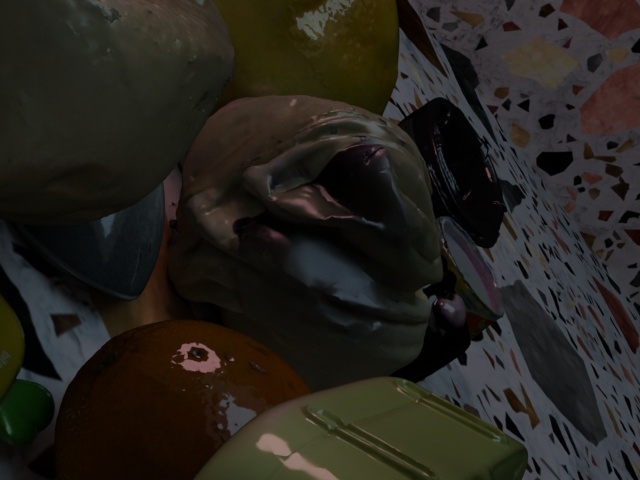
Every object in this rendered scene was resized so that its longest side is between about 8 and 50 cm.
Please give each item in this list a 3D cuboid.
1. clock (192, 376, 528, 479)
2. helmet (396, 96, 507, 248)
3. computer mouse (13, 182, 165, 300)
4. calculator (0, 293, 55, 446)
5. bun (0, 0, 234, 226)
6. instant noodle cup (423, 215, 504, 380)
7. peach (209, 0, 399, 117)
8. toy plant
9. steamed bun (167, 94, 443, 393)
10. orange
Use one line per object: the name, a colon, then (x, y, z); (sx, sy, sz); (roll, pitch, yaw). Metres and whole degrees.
clock: (-0.018, 0.252, 0.623); (0.117, 0.348, 0.286); (26, 10, 21)
helmet: (0.186, -0.091, 1.851); (0.230, 0.160, 0.279); (41, 40, -39)
computer mouse: (-0.219, -0.112, 1.027); (0.167, 0.090, 0.379); (30, 32, -55)
calculator: (-0.267, 0.050, 0.744); (0.235, 0.032, 0.146); (50, 21, -17)
bun: (-0.231, -0.155, 0.819); (0.326, 0.234, 0.362); (9, 32, -48)
instant noodle cup: (0.148, 0.069, 1.533); (0.205, 0.153, 0.205); (49, 20, -25)
peach: (-0.059, -0.245, 1.324); (0.315, 0.281, 0.314); (42, 58, -25)
toy plant: (0.056, 0.058, 1.305); (0.218, 0.175, 0.235); (-19, 69, -43)
steamed bun: (0.000, 0.000, 1.103); (0.320, 0.275, 0.206); (53, -19, -9)
orange: (-0.088, 0.153, 0.787); (0.206, 0.206, 0.206); (48, 22, -26)
